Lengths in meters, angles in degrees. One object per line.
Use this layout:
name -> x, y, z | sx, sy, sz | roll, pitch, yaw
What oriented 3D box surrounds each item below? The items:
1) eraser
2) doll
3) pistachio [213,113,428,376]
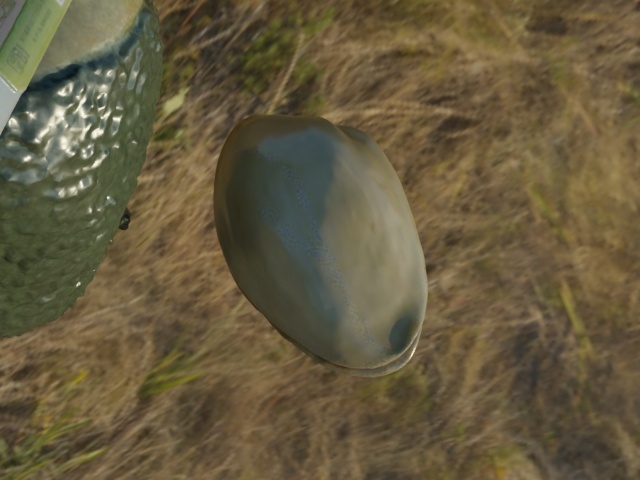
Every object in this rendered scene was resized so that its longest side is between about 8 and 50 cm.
eraser -> -0.107, -0.068, 0.473 | 0.019, 0.038, 0.083 | 50, 49, -42
doll -> -0.237, -0.068, 0.979 | 0.247, 0.349, 0.247 | 6, 49, -7
pistachio -> 0.000, 0.000, 1.047 | 0.144, 0.144, 0.215 | -19, 74, -28
